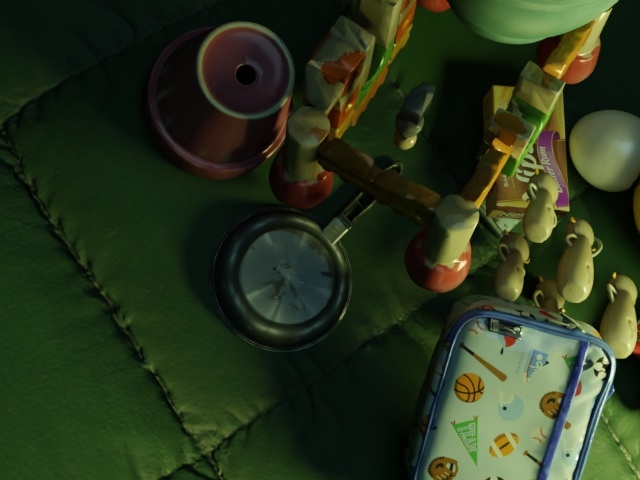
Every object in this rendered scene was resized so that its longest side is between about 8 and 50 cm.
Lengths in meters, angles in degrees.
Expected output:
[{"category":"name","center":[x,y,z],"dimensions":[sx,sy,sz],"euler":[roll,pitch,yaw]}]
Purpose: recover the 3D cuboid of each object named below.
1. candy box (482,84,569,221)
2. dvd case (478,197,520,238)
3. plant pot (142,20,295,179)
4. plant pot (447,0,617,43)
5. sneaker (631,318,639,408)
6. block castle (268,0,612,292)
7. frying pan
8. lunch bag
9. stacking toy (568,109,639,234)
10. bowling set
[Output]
[{"category":"candy box","center":[0.291,-0.123,1.904],"dimensions":[0.109,0.053,0.186],"euler":[5,69,-10]},{"category":"dvd case","center":[0.272,-0.072,1.927],"dimensions":[0.119,0.013,0.087],"euler":[-40,94,-19]},{"category":"plant pot","center":[-0.119,-0.196,1.736],"dimensions":[0.201,0.180,0.201],"euler":[4,78,-17]},{"category":"plant pot","center":[0.249,-0.362,1.629],"dimensions":[0.293,0.196,0.293],"euler":[2,67,-5]},{"category":"sneaker","center":[0.522,0.237,1.922],"dimensions":[0.118,0.107,0.279],"euler":[-30,87,-2]},{"category":"block castle","center":[0.156,-0.186,1.768],"dimensions":[0.303,0.213,0.453],"euler":[31,68,8]},{"category":"frying pan","center":[0.009,0.028,1.810],"dimensions":[0.326,0.053,0.197],"euler":[-21,88,-17]},{"category":"lunch bag","center":[0.252,0.225,1.756],"dimensions":[0.243,0.115,0.303],"euler":[16,101,-3]},{"category":"stacking toy","center":[0.573,-0.047,1.900],"dimensions":[0.480,0.350,0.350],"euler":[33,71,7]},{"category":"bowling set","center":[0.297,0.049,1.852],"dimensions":[0.287,0.200,0.154],"euler":[55,31,-24]}]
